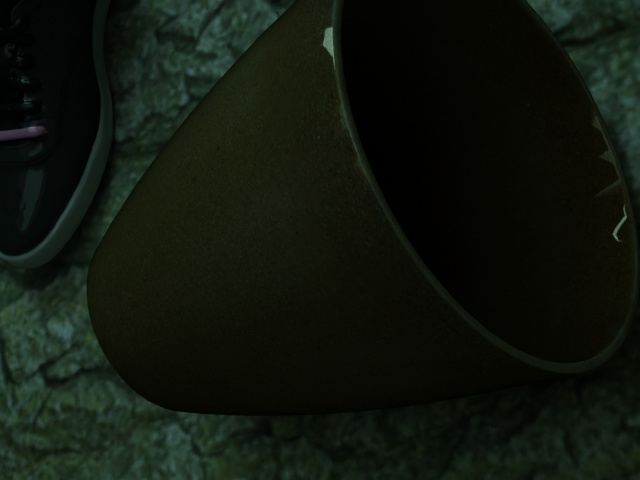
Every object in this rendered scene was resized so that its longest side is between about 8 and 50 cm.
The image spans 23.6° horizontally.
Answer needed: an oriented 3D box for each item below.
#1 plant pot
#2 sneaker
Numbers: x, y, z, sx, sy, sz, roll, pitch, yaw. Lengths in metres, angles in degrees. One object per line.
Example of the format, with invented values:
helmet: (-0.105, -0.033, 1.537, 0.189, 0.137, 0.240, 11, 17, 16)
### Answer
plant pot: (0.000, 0.000, 0.823, 0.254, 0.237, 0.237, -29, 63, 36)
sneaker: (-0.209, -0.136, 1.004, 0.104, 0.147, 0.296, 1, 78, 28)
